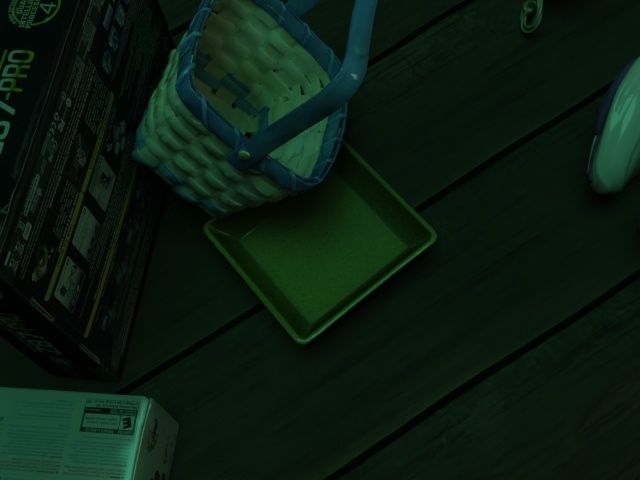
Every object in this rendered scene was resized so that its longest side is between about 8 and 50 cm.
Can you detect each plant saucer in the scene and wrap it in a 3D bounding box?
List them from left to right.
[{"bbox_3d":[0.000,0.000,1.056,0.188,0.045,0.188,-38,63,-9],"label":"plant saucer"}]

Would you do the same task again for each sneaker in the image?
[{"bbox_3d":[0.403,-0.154,1.020,0.152,0.114,0.305,37,75,24],"label":"sneaker"}]

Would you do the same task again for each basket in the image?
[{"bbox_3d":[-0.045,-0.173,0.994,0.201,0.289,0.254,34,47,-21],"label":"basket"}]

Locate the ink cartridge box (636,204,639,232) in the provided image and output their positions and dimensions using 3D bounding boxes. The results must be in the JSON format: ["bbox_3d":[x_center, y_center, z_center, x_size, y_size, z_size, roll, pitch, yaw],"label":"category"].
[{"bbox_3d":[0.442,0.006,0.948,0.218,0.092,0.158,-11,61,2],"label":"ink cartridge box"}]

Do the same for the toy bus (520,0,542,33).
[{"bbox_3d":[0.310,-0.369,1.145,0.104,0.202,0.191,5,53,-21],"label":"toy bus"}]

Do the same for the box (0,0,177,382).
[{"bbox_3d":[-0.246,-0.089,0.991,0.097,0.318,0.394,4,66,13],"label":"box"}]

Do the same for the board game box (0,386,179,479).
[{"bbox_3d":[-0.281,0.302,0.932,0.224,0.097,0.303,2,63,12],"label":"board game box"}]
